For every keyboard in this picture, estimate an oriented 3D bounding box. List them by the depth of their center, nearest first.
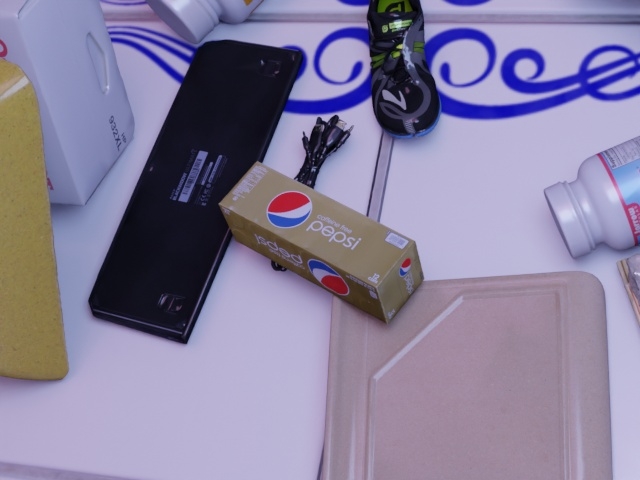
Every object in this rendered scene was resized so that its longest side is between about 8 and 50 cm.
[{"bbox_3d":[-0.085,-0.049,1.304,0.201,0.033,0.317,13,71,25],"label":"keyboard"}]

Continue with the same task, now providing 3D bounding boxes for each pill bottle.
[{"bbox_3d":[0.278,-0.045,1.154,0.160,0.087,0.087,-24,61,7],"label":"pill bottle"},{"bbox_3d":[-0.082,-0.304,1.370,0.117,0.117,0.215,38,81,28],"label":"pill bottle"}]

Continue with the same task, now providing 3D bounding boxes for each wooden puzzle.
[{"bbox_3d":[0.125,0.137,1.148,0.238,0.044,0.221,-2,65,12],"label":"wooden puzzle"}]

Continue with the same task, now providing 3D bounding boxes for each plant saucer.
[{"bbox_3d":[-0.396,-0.032,1.229,0.332,0.333,0.081,18,37,24],"label":"plant saucer"}]

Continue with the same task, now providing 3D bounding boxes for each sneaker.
[{"bbox_3d":[0.072,-0.180,1.287,0.067,0.078,0.188,-11,64,12],"label":"sneaker"}]

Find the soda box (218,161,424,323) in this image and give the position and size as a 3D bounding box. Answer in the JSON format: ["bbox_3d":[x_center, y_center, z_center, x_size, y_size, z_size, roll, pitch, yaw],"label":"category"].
[{"bbox_3d":[0.000,0.000,1.190,0.181,0.061,0.058,28,66,29],"label":"soda box"}]

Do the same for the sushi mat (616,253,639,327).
[{"bbox_3d":[0.358,0.129,1.086,0.151,0.019,0.317,-18,62,8],"label":"sushi mat"}]

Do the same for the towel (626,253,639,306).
[{"bbox_3d":[0.377,0.097,1.059,0.187,0.049,0.282,-22,63,6],"label":"towel"}]

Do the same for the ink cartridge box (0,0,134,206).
[{"bbox_3d":[-0.365,-0.163,1.317,0.307,0.223,0.129,5,42,20],"label":"ink cartridge box"}]
